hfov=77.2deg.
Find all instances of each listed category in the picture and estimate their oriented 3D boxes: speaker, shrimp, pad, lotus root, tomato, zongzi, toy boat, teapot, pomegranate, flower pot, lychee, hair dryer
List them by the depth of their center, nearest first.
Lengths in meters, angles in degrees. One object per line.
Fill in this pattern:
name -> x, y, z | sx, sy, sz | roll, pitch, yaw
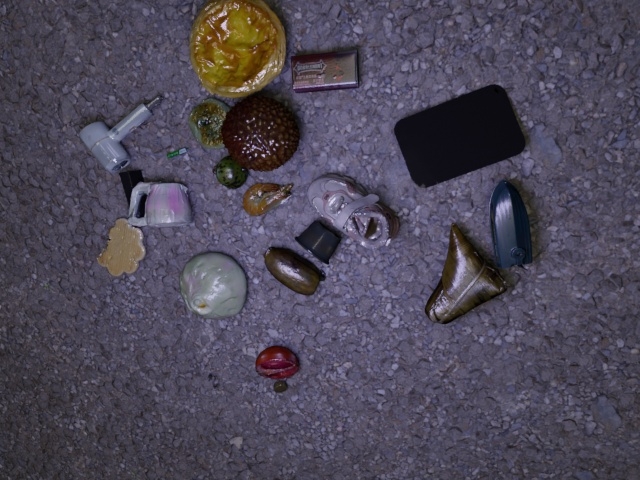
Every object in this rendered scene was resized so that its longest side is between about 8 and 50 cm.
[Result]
pad -> 0.458, -0.302, 1.315 | 0.376, 0.063, 0.314 | -19, 85, 6
toy boat -> 0.616, -0.053, 1.315 | 0.114, 0.122, 0.295 | -12, 100, 7
lychee -> -0.201, -0.347, 1.330 | 0.268, 0.267, 0.267 | 2, 103, 10
zongzi -> 0.442, 0.120, 1.381 | 0.286, 0.134, 0.288 | -36, 95, 14
flower pot -> 0.000, 0.000, 1.438 | 0.157, 0.157, 0.106 | 40, 95, 0
pomegranate -> -0.336, -0.249, 1.460 | 0.162, 0.122, 0.122 | 9, 106, 33
shrimp -> -0.198, -0.166, 1.483 | 0.217, 0.051, 0.115 | -23, 96, 17
lotus root -> -0.104, 0.114, 1.491 | 0.241, 0.124, 0.123 | 32, 96, 2
hair dryer -> -0.714, -0.425, 1.503 | 0.357, 0.107, 0.173 | -36, 97, 10
teapot -> -0.594, -0.137, 1.516 | 0.222, 0.163, 0.178 | -2, 91, 25
speaker -> -0.713, -0.162, 1.563 | 0.044, 0.082, 0.218 | -9, 101, 12
tomato -> -0.173, 0.479, 1.609 | 0.173, 0.099, 0.189 | -7, 142, 1

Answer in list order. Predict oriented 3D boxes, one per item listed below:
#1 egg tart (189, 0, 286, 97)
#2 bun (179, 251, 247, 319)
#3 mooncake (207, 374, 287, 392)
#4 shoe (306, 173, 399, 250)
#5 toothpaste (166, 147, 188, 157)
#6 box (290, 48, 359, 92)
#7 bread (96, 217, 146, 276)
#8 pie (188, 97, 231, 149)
egg tart -> -0.269, -0.637, 1.341 | 0.342, 0.132, 0.341 | 2, 102, 9
bun -> -0.427, 0.185, 1.541 | 0.284, 0.179, 0.283 | 2, 101, 11
mooncake -> -0.315, 0.608, 1.682 | 0.347, 0.057, 0.150 | 15, 121, 2
shoe -> 0.110, -0.102, 1.361 | 0.351, 0.198, 0.171 | 28, 105, 2
toothpaste -> -0.543, -0.332, 1.522 | 0.083, 0.020, 0.017 | -15, 102, 14
box -> 0.016, -0.562, 1.339 | 0.224, 0.069, 0.120 | 1, 103, 12
bread -> -0.807, 0.040, 1.651 | 0.182, 0.039, 0.250 | 35, 107, 1
pie -> -0.395, -0.423, 1.462 | 0.187, 0.041, 0.186 | 3, 104, 11
